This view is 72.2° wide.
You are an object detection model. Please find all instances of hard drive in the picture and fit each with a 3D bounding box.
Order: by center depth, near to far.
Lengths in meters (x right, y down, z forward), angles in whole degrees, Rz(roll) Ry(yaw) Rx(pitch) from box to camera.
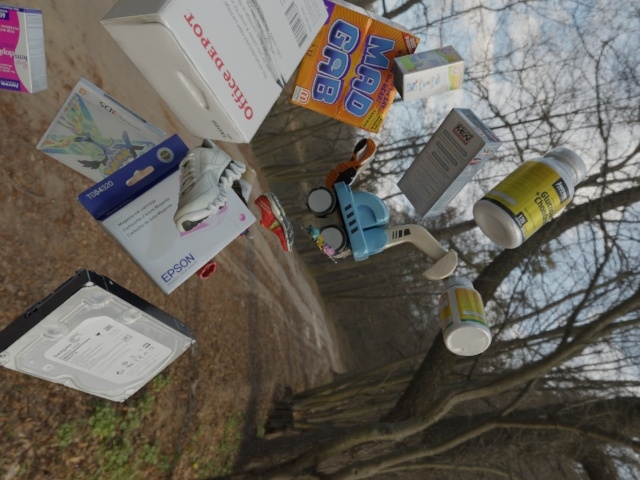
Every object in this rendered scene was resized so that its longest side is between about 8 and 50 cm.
[{"bbox_3d":[-0.465,0.220,0.949,0.064,0.237,0.339,48,-5,40],"label":"hard drive"}]

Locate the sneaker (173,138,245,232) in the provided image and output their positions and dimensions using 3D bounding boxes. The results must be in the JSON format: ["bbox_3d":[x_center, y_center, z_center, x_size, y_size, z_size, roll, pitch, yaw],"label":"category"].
[{"bbox_3d":[-0.248,-0.119,0.900,0.118,0.110,0.292,51,21,-23],"label":"sneaker"}]

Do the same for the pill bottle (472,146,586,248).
[{"bbox_3d":[0.364,-0.078,0.761,0.103,0.184,0.103,50,-7,8],"label":"pill bottle"}]

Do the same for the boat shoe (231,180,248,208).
[{"bbox_3d":[-0.275,-0.143,1.391,0.056,0.049,0.152,13,49,-52],"label":"boat shoe"}]

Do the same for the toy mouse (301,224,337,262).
[{"bbox_3d":[0.000,0.000,1.309,0.161,0.031,0.143,49,-4,6],"label":"toy mouse"}]

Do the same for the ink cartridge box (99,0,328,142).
[{"bbox_3d":[-0.175,-0.434,0.860,0.394,0.167,0.285,-64,147,-22],"label":"ink cartridge box"}]

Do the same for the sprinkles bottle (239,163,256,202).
[{"bbox_3d":[-0.401,-0.185,2.056,0.121,0.122,0.355,76,24,-63],"label":"sprinkles bottle"}]

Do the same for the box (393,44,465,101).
[{"bbox_3d":[0.353,-0.549,1.443,0.103,0.203,0.114,78,-1,-50],"label":"box"}]

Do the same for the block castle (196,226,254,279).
[{"bbox_3d":[-0.424,-0.037,1.519,0.213,0.303,0.453,38,-4,17],"label":"block castle"}]

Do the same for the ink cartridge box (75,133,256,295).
[{"bbox_3d":[-0.390,-0.082,1.159,0.330,0.324,0.071,52,-29,-13],"label":"ink cartridge box"}]

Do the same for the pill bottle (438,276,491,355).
[{"bbox_3d":[0.384,0.197,1.190,0.208,0.118,0.117,-79,160,-55],"label":"pill bottle"}]

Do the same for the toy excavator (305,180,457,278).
[{"bbox_3d":[0.212,-0.030,1.559,0.222,0.446,0.432,49,25,-78],"label":"toy excavator"}]

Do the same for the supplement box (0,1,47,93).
[{"bbox_3d":[-0.851,-0.537,1.227,0.114,0.111,0.219,-109,-154,-62],"label":"supplement box"}]

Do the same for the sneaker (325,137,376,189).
[{"bbox_3d":[0.131,-0.284,1.762,0.099,0.262,0.121,47,5,14],"label":"sneaker"}]

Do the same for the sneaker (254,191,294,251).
[{"bbox_3d":[-0.203,-0.075,1.929,0.107,0.119,0.278,-57,126,-73],"label":"sneaker"}]

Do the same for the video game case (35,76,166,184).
[{"bbox_3d":[-0.744,-0.338,1.490,0.300,0.329,0.036,34,33,-31],"label":"video game case"}]

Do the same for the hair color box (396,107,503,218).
[{"bbox_3d":[0.457,-0.274,1.604,0.185,0.114,0.374,58,-42,25],"label":"hair color box"}]

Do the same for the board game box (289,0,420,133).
[{"bbox_3d":[0.113,-0.680,1.673,0.356,0.357,0.356,-89,-161,-58],"label":"board game box"}]
